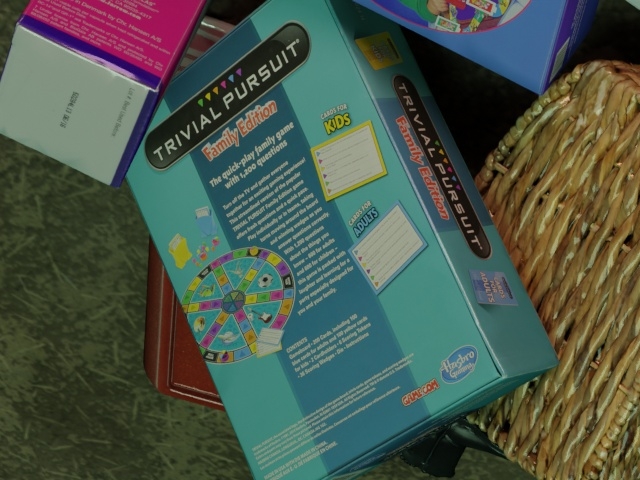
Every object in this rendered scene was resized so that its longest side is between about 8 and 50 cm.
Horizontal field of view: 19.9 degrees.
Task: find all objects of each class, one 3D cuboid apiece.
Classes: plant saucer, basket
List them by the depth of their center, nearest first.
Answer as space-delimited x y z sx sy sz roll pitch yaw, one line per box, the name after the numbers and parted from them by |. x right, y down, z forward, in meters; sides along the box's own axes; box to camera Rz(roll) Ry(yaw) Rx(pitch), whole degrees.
0.239 0.019 1.391 0.213 0.223 0.299 39 116 32 | basket
-0.045 0.090 1.691 0.258 0.048 0.259 15 136 6 | plant saucer

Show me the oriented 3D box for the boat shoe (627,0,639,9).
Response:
0.189 -0.275 1.186 0.301 0.102 0.108 48 146 -16 | boat shoe

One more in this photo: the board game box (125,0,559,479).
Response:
0.000 0.000 1.384 0.253 0.079 0.336 -34 73 36 | board game box

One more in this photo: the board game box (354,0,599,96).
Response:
0.082 -0.274 1.120 0.233 0.078 0.347 28 146 14 | board game box

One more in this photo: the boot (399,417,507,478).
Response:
0.133 0.193 1.727 0.121 0.045 0.099 29 135 1 | boot

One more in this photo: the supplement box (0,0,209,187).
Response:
-0.147 -0.166 1.344 0.114 0.220 0.111 26 136 -3 | supplement box

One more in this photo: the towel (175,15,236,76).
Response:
-0.085 -0.103 1.524 0.144 0.029 0.197 15 137 5 | towel
